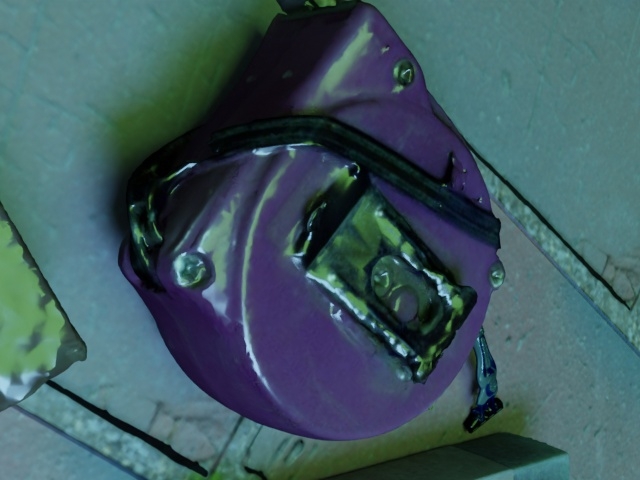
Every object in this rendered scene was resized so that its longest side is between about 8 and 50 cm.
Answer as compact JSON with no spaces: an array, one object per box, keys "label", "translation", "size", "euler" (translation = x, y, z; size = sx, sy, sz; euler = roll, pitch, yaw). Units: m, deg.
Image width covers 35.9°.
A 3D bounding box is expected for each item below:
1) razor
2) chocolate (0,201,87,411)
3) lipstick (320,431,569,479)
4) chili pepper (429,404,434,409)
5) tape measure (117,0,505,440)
[{"label":"razor","translation":[0.124,0.082,0.800],"size":[0.044,0.028,0.155],"euler":[-29,112,-31]},{"label":"chocolate","translation":[-0.222,-0.045,0.473],"size":[0.112,0.112,0.321],"euler":[-34,114,-26]},{"label":"lipstick","translation":[0.032,0.217,0.717],"size":[0.371,0.076,0.080],"euler":[-6,100,-36]},{"label":"chili pepper","translation":[0.090,0.092,0.783],"size":[0.030,0.017,0.083],"euler":[-6,96,-36]},{"label":"tape measure","translation":[0.000,0.000,0.621],"size":[0.245,0.149,0.232],"euler":[45,67,-32]}]
